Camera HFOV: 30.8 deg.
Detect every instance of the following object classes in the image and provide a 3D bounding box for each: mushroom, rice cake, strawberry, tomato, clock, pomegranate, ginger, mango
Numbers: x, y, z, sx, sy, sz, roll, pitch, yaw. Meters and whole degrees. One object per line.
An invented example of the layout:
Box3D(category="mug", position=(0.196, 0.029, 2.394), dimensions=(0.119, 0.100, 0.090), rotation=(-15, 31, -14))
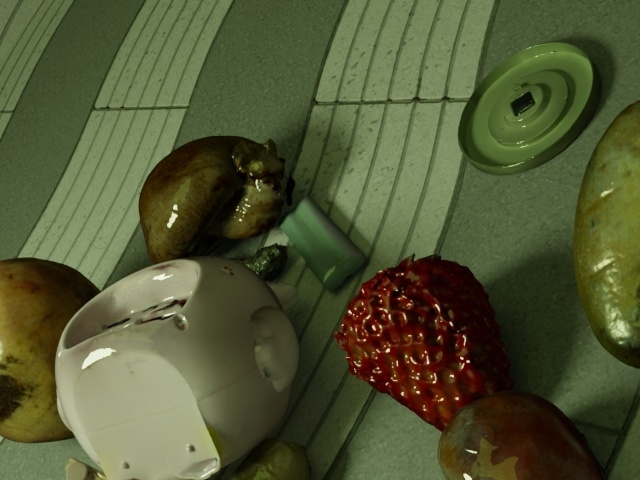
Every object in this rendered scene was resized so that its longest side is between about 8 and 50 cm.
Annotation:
Box3D(category="mushroom", position=(-0.180, -0.077, 1.974), dimensions=(0.283, 0.263, 0.195), rotation=(-23, 85, 21))
Box3D(category="rice cake", position=(-0.001, 0.000, 1.870), dimensions=(0.080, 0.042, 0.222), rotation=(-46, 35, 5))
Box3D(category="strawberry", position=(0.148, 0.143, 1.478), dimensions=(0.205, 0.205, 0.244), rotation=(-40, 56, 11))
Box3D(category="tomato", position=(0.208, 0.256, 1.282), dimensions=(0.180, 0.155, 0.214), rotation=(-40, 35, 3))
Box3D(category="clock", position=(-0.199, 0.157, 1.682), dimensions=(0.368, 0.251, 0.377), rotation=(-18, 15, 20))
Box3D(category="clock", position=(0.310, -0.200, 1.750), dimensions=(0.235, 0.029, 0.235), rotation=(-27, 40, 26))
Box3D(category="pomegranate", position=(-0.472, 0.183, 1.948), dimensions=(0.322, 0.322, 0.322), rotation=(-27, 40, 26))
Box3D(category="ginger", position=(-0.099, 0.382, 1.552), dimensions=(0.116, 0.109, 0.263), rotation=(29, 78, 25))
Box3D(category="mango", position=(0.395, -0.010, 1.383), dimensions=(0.176, 0.175, 0.330), rotation=(161, 122, -79))

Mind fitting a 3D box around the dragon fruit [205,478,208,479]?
Box3D(category="dragon fruit", position=(-0.211, 0.387, 1.642), dimensions=(0.136, 0.133, 0.166), rotation=(-28, 37, 14))

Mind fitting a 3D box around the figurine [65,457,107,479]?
Box3D(category="figurine", position=(-0.379, 0.455, 1.740), dimensions=(0.162, 0.141, 0.237), rotation=(26, 76, 25))

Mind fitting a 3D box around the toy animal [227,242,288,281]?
Box3D(category="toy animal", position=(-0.144, 0.058, 1.948), dimensions=(0.219, 0.069, 0.086), rotation=(-10, 32, 35))
